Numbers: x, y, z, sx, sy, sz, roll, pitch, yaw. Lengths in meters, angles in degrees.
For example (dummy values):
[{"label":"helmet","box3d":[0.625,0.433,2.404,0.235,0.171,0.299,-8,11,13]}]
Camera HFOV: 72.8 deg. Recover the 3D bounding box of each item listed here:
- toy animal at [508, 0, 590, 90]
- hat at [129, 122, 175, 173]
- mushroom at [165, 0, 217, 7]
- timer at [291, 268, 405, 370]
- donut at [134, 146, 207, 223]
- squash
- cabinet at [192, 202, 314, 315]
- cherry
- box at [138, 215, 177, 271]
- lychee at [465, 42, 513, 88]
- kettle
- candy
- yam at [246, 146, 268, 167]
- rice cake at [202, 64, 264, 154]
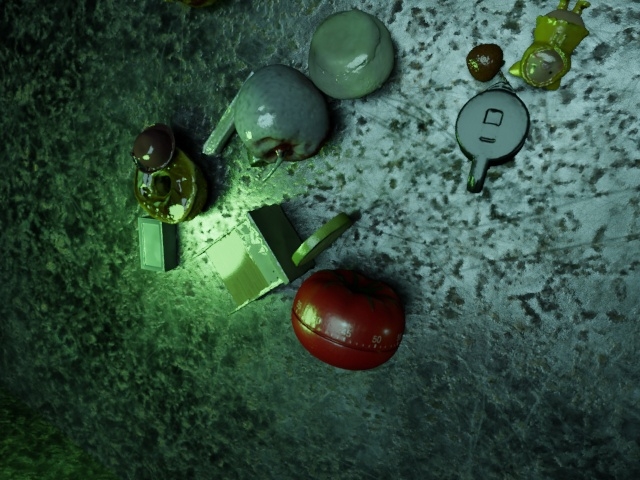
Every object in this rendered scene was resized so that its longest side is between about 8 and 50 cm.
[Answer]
[{"label":"toy animal","box3d":[0.641,-0.542,1.198,0.156,0.156,0.229,29,120,14]},{"label":"hat","box3d":[-0.639,-0.351,1.634,0.205,0.089,0.205,-2,83,18]},{"label":"mushroom","box3d":[-0.462,-0.954,1.529,0.297,0.163,0.278,37,103,10]},{"label":"timer","box3d":[0.089,0.261,1.443,0.378,0.378,0.279,23,102,16]},{"label":"donut","box3d":[-0.595,-0.220,1.744,0.330,0.160,0.330,0,89,20]},{"label":"squash","box3d":[0.000,0.000,1.494,0.252,0.252,0.049,-43,83,23]},{"label":"cabinet","box3d":[-0.248,0.073,1.623,0.318,0.227,0.290,-32,89,26]},{"label":"cherry","box3d":[-0.137,-0.413,1.426,0.291,0.326,0.335,-33,86,52]},{"label":"box","box3d":[-0.698,0.012,1.859,0.129,0.086,0.225,6,104,20]},{"label":"lychee","box3d":[0.492,-0.514,1.279,0.101,0.140,0.114,-10,56,52]},{"label":"kettle","box3d":[0.458,-0.286,1.224,0.203,0.308,0.262,44,112,9]},{"label":"candy","box3d":[0.096,-0.577,1.373,0.295,0.185,0.295,0,89,29]},{"label":"yam","box3d":[-0.229,-0.362,1.592,0.107,0.107,0.183,-2,102,22]},{"label":"rice cake","box3d":[-0.316,-0.470,1.618,0.064,0.070,0.399,43,113,4]}]
